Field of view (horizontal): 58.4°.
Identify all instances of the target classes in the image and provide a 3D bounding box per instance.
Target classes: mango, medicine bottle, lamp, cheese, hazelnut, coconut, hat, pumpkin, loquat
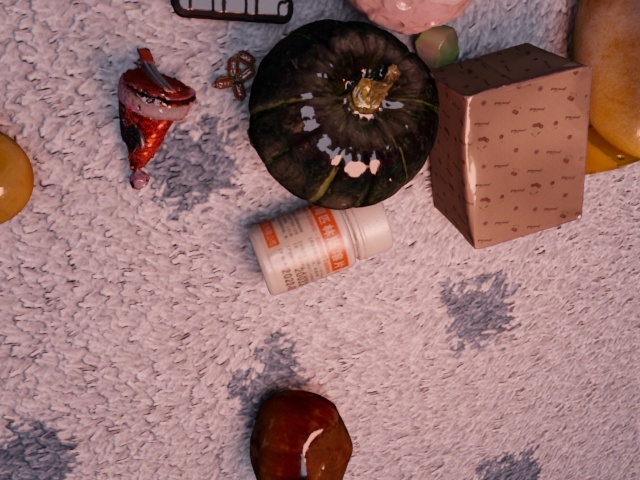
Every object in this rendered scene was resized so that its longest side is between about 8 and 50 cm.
[{"bbox_3d":[0.586,-0.332,1.057,0.222,0.199,0.383,-8,82,20],"label":"mango"},{"bbox_3d":[0.000,0.000,1.082,0.252,0.144,0.144,-19,111,-8],"label":"medicine bottle"},{"bbox_3d":[-0.147,-0.295,1.010,0.063,0.031,0.083,24,97,-21],"label":"lamp"},{"bbox_3d":[0.577,-0.182,1.143,0.093,0.171,0.126,-16,113,-6],"label":"cheese"},{"bbox_3d":[-0.041,0.428,1.195,0.218,0.218,0.233,5,87,-15],"label":"hazelnut"},{"bbox_3d":[0.216,-0.352,1.053,0.081,0.082,0.083,30,97,18],"label":"coconut"},{"bbox_3d":[-0.302,-0.191,0.980,0.140,0.129,0.227,35,120,19],"label":"hat"},{"bbox_3d":[0.038,-0.210,0.967,0.323,0.241,0.323,0,91,-14],"label":"pumpkin"},{"bbox_3d":[-0.549,-0.110,0.911,0.172,0.149,0.204,11,94,-12],"label":"loquat"}]

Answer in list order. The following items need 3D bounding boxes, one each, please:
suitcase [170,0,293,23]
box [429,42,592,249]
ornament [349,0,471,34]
[{"bbox_3d":[-0.139,-0.505,0.923,0.206,0.066,0.285,-1,108,-12],"label":"suitcase"},{"bbox_3d":[0.332,-0.174,1.050,0.225,0.190,0.297,-17,122,-7],"label":"box"},{"bbox_3d":[0.147,-0.461,0.914,0.259,0.225,0.259,0,88,8],"label":"ornament"}]
